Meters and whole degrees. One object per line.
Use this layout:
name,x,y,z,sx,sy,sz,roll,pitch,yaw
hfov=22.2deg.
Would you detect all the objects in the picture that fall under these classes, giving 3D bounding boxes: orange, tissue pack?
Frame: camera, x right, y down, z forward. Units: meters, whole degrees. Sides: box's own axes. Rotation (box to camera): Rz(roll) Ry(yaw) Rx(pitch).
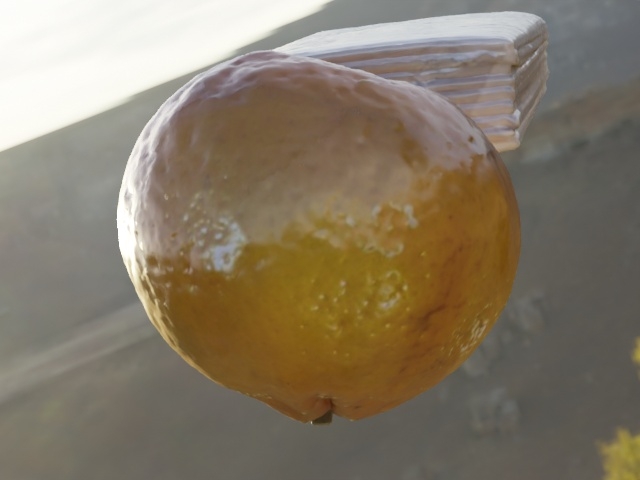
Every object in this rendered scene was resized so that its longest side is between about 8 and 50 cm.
orange,-0.001,-0.003,0.712,0.155,0.178,0.177,-64,10,-3
tissue pack,0.045,-0.091,0.966,0.170,0.071,0.325,-3,10,11
